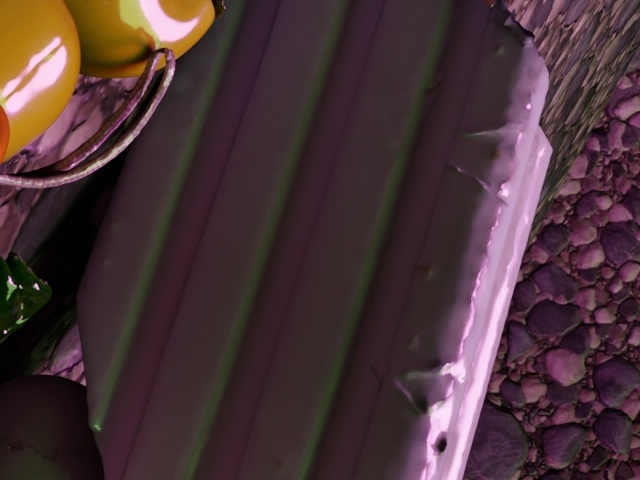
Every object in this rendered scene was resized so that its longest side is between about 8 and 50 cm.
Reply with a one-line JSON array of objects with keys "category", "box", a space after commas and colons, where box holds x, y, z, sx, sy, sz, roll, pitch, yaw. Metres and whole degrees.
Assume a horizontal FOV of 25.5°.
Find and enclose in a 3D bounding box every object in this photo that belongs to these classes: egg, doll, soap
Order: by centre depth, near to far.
[{"category": "doll", "box": [-0.148, -0.081, 0.615, 0.221, 0.142, 0.135, -54, 138, -36]}, {"category": "soap", "box": [0.000, 0.000, 0.948, 0.156, 0.261, 0.446, 46, 59, -69]}, {"category": "egg", "box": [-0.190, 0.175, 0.963, 0.146, 0.146, 0.199, -46, 156, -36]}]

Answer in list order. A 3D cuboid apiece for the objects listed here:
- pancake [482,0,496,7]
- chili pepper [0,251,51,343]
[{"category": "pancake", "box": [0.113, -0.231, 1.107, 0.235, 0.029, 0.212, -60, -154, 3]}, {"category": "chili pepper", "box": [-0.223, 0.040, 0.729, 0.100, 0.074, 0.257, -62, 170, 9]}]
